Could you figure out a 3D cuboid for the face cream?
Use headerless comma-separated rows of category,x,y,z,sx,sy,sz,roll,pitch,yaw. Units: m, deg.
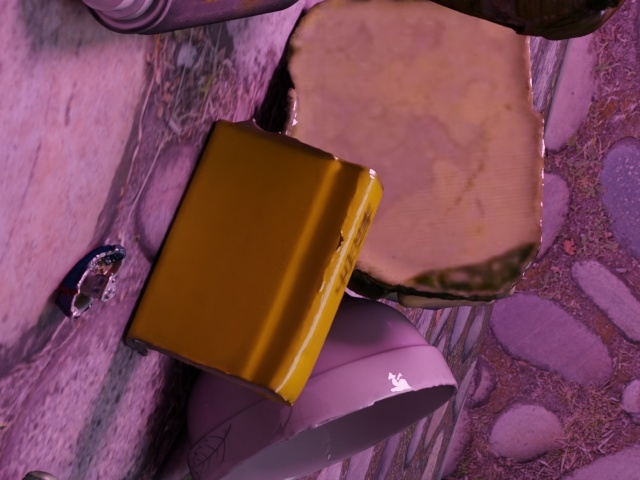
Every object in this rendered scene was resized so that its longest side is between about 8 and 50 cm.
face cream,-0.087,-0.190,0.916,0.283,0.073,0.073,-34,140,-65

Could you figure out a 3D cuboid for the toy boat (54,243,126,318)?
toy boat,-0.170,0.033,0.973,0.083,0.038,0.038,-55,158,-48

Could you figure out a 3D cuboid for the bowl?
bowl,-0.016,0.146,1.315,0.287,0.143,0.287,-22,164,-7

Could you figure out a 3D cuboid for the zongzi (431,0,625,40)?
zongzi,0.122,-0.351,1.003,0.160,0.323,0.360,-46,149,-40

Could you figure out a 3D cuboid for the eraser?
eraser,-0.055,0.017,1.124,0.069,0.158,0.226,48,62,-70

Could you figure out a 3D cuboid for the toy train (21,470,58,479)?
toy train,-0.247,0.294,0.955,0.119,0.085,0.251,74,40,-74

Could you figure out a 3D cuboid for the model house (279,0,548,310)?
model house,0.084,-0.069,1.331,0.266,0.261,0.321,95,-4,-74
